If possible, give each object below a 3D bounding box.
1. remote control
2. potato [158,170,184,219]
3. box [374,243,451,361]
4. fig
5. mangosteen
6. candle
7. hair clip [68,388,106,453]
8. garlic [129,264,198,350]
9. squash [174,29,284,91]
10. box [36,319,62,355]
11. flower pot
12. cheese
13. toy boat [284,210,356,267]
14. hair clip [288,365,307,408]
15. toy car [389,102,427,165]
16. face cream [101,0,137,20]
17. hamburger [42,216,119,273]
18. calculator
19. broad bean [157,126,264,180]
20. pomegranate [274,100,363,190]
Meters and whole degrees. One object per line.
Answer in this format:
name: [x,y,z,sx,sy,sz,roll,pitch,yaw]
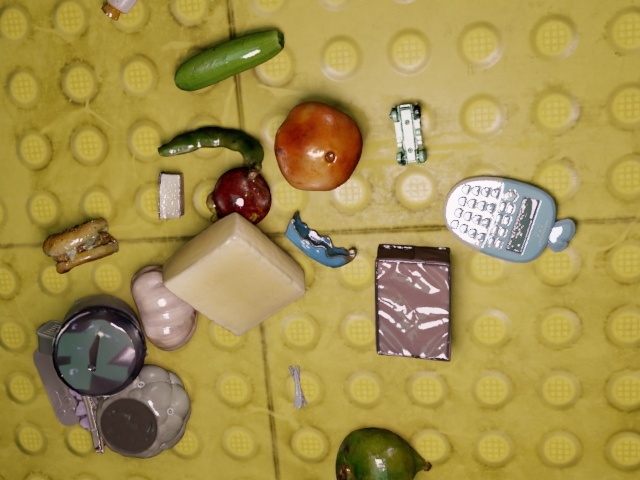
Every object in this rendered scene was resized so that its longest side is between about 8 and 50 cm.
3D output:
remote control: [-0.745,0.413,1.987,0.077,0.022,0.245,-17,99,12]
potato: [-0.377,-0.115,1.770,0.061,0.086,0.122,2,101,-3]
box: [0.222,0.149,1.672,0.188,0.153,0.252,3,101,10]
fig: [0.170,0.571,1.790,0.203,0.235,0.203,-6,82,51]
mangosteen: [-0.213,-0.101,1.708,0.181,0.156,0.145,-5,125,25]
candle: [-0.556,0.255,1.780,0.221,0.342,0.221,-1,96,-15]
hair clip: [-0.644,0.458,1.952,0.106,0.084,0.292,-19,93,19]
garlic: [-0.389,0.167,1.776,0.152,0.228,0.227,-20,98,-9]
squash: [-0.223,-0.429,1.668,0.293,0.082,0.082,-18,98,14]
box: [-0.713,0.276,1.922,0.122,0.084,0.069,15,112,9]
flower pot: [-0.462,0.447,1.849,0.246,0.195,0.246,2,101,11]
cheese: [-0.207,0.086,1.694,0.242,0.124,0.265,-36,128,15]
toy boat: [0.000,0.000,1.721,0.185,0.075,0.077,39,115,-2]
hair clip: [-0.061,0.386,1.839,0.030,0.039,0.115,-10,98,8]
toy car: [0.207,-0.248,1.638,0.073,0.054,0.143,-7,105,14]
face cream: [-0.460,-0.616,1.689,0.072,0.051,0.182,42,107,-4]
hamburger: [-0.613,0.006,1.801,0.185,0.177,0.113,-21,91,42]
calculator: [0.439,-0.048,1.642,0.303,0.042,0.188,17,104,7]
broad bean: [-0.249,-0.223,1.699,0.292,0.144,0.049,18,141,24]
pomegranate: [-0.003,-0.215,1.614,0.209,0.209,0.209,2,103,11]
